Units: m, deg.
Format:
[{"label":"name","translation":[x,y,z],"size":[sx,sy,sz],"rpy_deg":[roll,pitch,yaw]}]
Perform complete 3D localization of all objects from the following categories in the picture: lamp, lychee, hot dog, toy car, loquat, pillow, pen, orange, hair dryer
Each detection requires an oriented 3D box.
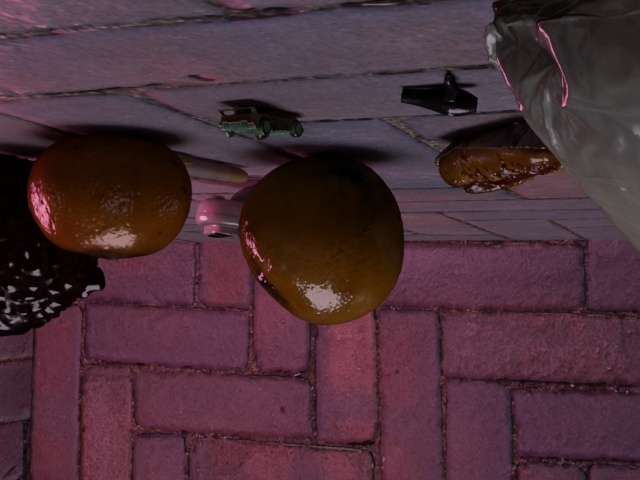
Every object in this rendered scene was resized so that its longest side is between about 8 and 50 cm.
[{"label":"lamp","translation":[-0.112,-0.051,1.865],"size":[0.246,0.108,0.179],"rpy_deg":[5,170,-29]},{"label":"lychee","translation":[-0.487,0.004,1.568],"size":[0.330,0.306,0.306],"rpy_deg":[32,164,-20]},{"label":"hot dog","translation":[0.239,-0.105,1.280],"size":[0.131,0.069,0.252],"rpy_deg":[4,174,-22]},{"label":"toy car","translation":[-0.065,-0.135,1.175],"size":[0.059,0.035,0.122],"rpy_deg":[-1,-176,31]},{"label":"loquat","translation":[0.000,0.000,1.515],"size":[0.263,0.263,0.263],"rpy_deg":[1,176,0]},{"label":"pillow","translation":[0.303,-0.074,0.708],"size":[0.283,0.138,0.310],"rpy_deg":[-2,143,45]},{"label":"pen","translation":[-0.188,-0.114,1.565],"size":[0.040,0.032,0.233],"rpy_deg":[-30,161,31]},{"label":"orange","translation":[-0.289,-0.057,1.384],"size":[0.224,0.170,0.224],"rpy_deg":[2,174,0]},{"label":"hair dryer","translation":[0.118,-0.152,1.010],"size":[0.079,0.031,0.083],"rpy_deg":[9,164,12]}]
